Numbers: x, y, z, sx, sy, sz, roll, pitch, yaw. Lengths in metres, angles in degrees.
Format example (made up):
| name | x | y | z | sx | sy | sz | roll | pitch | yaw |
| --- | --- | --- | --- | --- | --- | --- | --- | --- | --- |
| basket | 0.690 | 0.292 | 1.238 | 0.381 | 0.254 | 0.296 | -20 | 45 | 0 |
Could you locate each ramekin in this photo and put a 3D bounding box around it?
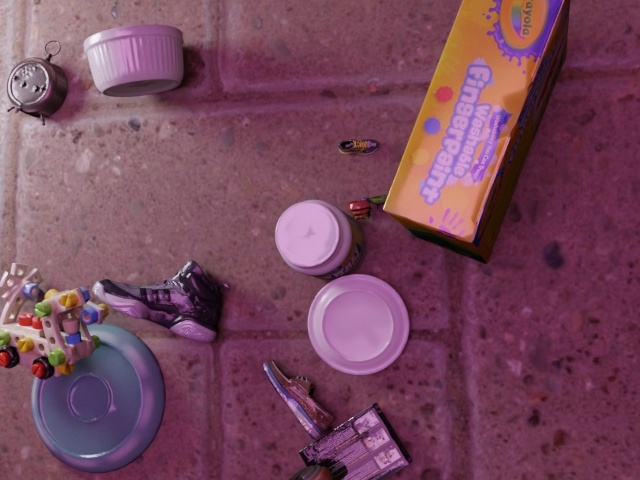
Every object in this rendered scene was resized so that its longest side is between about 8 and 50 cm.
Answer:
| name | x | y | z | sx | sy | sz | roll | pitch | yaw |
| --- | --- | --- | --- | --- | --- | --- | --- | --- | --- |
| ramekin | -0.386 | -0.372 | 1.775 | 0.207 | 0.207 | 0.108 | -8 | 90 | 13 |

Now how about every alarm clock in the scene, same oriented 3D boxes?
| name | x | y | z | sx | sy | sz | roll | pitch | yaw |
| --- | --- | --- | --- | --- | --- | --- | --- | --- | --- |
| alarm clock | -0.638 | -0.366 | 1.911 | 0.129 | 0.064 | 0.192 | 20 | 86 | 16 |

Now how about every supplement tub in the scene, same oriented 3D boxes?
| name | x | y | z | sx | sy | sz | roll | pitch | yaw |
| --- | --- | --- | --- | --- | --- | --- | --- | --- | --- |
| supplement tub | 0.000 | 0.000 | 1.626 | 0.145 | 0.200 | 0.144 | -2 | 83 | 15 |

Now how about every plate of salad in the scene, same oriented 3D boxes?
| name | x | y | z | sx | sy | sz | roll | pitch | yaw |
| --- | --- | --- | --- | --- | --- | --- | --- | --- | --- |
| plate of salad | 0.075 | 0.164 | 1.661 | 0.200 | 0.048 | 0.199 | 0 | 92 | 8 |

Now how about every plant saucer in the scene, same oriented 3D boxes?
| name | x | y | z | sx | sy | sz | roll | pitch | yaw |
| --- | --- | --- | --- | --- | --- | --- | --- | --- | --- |
| plant saucer | -0.484 | 0.334 | 1.794 | 0.318 | 0.044 | 0.317 | -2 | 82 | 14 |

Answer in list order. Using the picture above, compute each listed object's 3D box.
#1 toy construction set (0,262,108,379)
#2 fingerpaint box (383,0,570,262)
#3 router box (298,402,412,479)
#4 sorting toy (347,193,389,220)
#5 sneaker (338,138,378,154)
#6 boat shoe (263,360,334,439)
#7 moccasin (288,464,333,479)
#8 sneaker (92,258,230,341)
| name | x | y | z | sx | sy | sz | roll | pitch | yaw |
| --- | --- | --- | --- | --- | --- | --- | --- | --- | --- |
| toy construction set | -0.579 | 0.164 | 1.744 | 0.328 | 0.151 | 0.214 | 16 | 112 | 42 |
| fingerpaint box | 0.286 | -0.206 | 1.490 | 0.163 | 0.371 | 0.444 | 21 | 89 | 16 |
| router box | 0.067 | 0.419 | 1.637 | 0.179 | 0.046 | 0.133 | -34 | 77 | 9 |
| sorting toy | 0.101 | -0.063 | 1.682 | 0.102 | 0.061 | 0.042 | -12 | 99 | -16 |
| sneaker | 0.076 | -0.190 | 1.714 | 0.083 | 0.035 | 0.031 | -6 | 83 | 14 |
| boat shoe | -0.042 | 0.305 | 1.676 | 0.066 | 0.066 | 0.183 | -37 | 73 | -9 |
| moccasin | -0.072 | 0.596 | 1.600 | 0.147 | 0.139 | 0.380 | 30 | 96 | 7 |
| sneaker | -0.320 | 0.100 | 1.738 | 0.269 | 0.101 | 0.153 | 22 | 83 | -2 |
